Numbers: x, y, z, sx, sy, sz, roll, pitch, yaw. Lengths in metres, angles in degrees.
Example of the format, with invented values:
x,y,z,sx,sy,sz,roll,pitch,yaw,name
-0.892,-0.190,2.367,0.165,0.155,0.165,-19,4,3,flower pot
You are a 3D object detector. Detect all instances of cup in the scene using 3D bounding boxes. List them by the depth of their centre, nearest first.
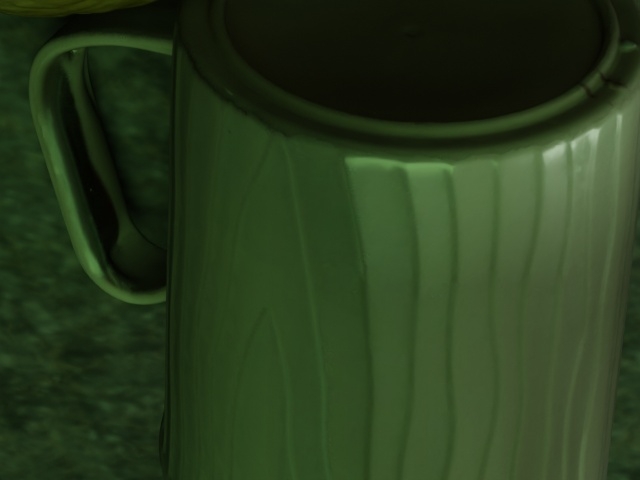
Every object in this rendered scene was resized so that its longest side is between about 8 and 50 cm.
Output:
x,y,z,sx,sy,sz,roll,pitch,yaw,name
0.016,-0.006,0.918,0.208,0.288,0.273,-21,134,-26,cup

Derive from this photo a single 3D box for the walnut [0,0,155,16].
x,y,z,sx,sy,sz,roll,pitch,yaw,name
-0.101,-0.160,0.808,0.180,0.144,0.144,4,131,13,walnut
